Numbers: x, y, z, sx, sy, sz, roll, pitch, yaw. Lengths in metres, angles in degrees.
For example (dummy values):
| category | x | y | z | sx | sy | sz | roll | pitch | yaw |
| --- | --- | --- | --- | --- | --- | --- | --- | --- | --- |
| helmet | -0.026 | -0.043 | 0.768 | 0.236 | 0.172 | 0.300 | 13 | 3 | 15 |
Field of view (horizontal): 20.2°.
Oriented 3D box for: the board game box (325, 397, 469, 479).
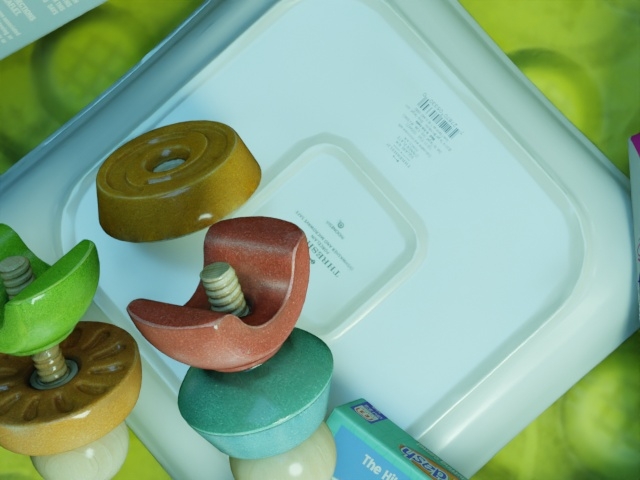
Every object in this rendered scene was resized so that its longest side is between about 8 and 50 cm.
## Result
| category | x | y | z | sx | sy | sz | roll | pitch | yaw |
| --- | --- | --- | --- | --- | --- | --- | --- | --- | --- |
| board game box | 0.025 | 0.223 | 1.039 | 0.160 | 0.047 | 0.210 | 36 | 105 | 19 |

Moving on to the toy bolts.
| category | x | y | z | sx | sy | sz | roll | pitch | yaw |
| --- | --- | --- | --- | --- | --- | --- | --- | --- | --- |
| toy bolts | -0.071 | 0.056 | 1.030 | 0.228 | 0.158 | 0.218 | 13 | 42 | 41 |

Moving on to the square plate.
| category | x | y | z | sx | sy | sz | roll | pitch | yaw |
| --- | --- | --- | --- | --- | --- | --- | --- | --- | --- |
| square plate | 0.000 | 0.000 | 1.123 | 0.344 | 0.049 | 0.347 | -42 | 82 | -1 |

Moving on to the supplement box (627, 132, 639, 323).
| category | x | y | z | sx | sy | sz | roll | pitch | yaw |
| --- | --- | --- | --- | --- | --- | --- | --- | --- | --- |
| supplement box | 0.259 | 0.036 | 1.052 | 0.114 | 0.111 | 0.220 | 1 | 81 | -18 |

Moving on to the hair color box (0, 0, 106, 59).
| category | x | y | z | sx | sy | sz | roll | pitch | yaw |
| --- | --- | --- | --- | --- | --- | --- | --- | --- | --- |
| hair color box | -0.208 | -0.215 | 1.079 | 0.374 | 0.113 | 0.185 | -28 | 55 | 4 |
